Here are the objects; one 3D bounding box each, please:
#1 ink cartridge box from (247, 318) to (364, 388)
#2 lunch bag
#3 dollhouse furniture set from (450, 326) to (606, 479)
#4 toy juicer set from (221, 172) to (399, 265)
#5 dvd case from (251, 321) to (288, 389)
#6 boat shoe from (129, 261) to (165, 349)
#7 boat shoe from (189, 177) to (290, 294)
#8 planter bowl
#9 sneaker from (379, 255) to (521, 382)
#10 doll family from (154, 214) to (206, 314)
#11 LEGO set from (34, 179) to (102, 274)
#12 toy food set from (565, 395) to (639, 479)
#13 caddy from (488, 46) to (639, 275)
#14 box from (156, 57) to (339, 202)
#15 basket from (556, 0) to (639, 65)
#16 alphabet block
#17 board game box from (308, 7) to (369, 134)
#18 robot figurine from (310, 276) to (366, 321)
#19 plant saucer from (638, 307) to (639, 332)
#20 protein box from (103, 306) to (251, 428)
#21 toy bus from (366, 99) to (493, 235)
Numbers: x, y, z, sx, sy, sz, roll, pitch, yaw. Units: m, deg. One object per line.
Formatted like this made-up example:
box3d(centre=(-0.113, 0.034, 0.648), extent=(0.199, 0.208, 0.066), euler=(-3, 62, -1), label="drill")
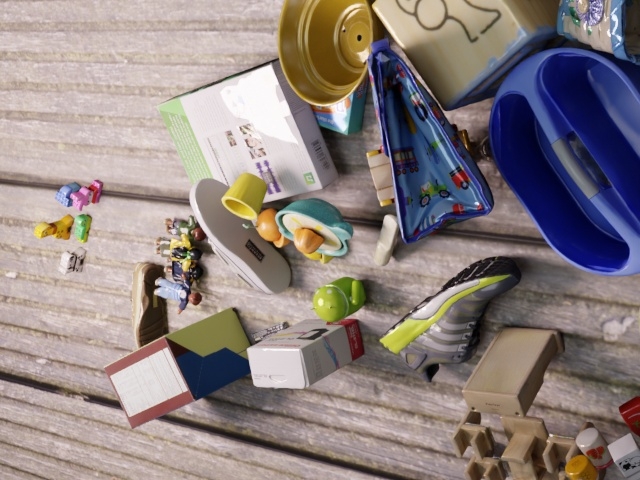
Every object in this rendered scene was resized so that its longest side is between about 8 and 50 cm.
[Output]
box3d(centre=(-0.026, 0.199, 2.005), extent=(0.127, 0.175, 0.072), euler=(-4, 102, 37), label="ink cartridge box")
box3d(centre=(0.142, -0.158, 1.639), extent=(0.138, 0.221, 0.293), euler=(-21, 90, 9), label="lunch bag")
box3d(centre=(0.336, 0.284, 1.815), extent=(0.212, 0.161, 0.242), euler=(1, 126, 37), label="dollhouse furniture set")
box3d(centre=(0.000, 0.000, 1.922), extent=(0.329, 0.090, 0.209), euler=(16, 156, 26), label="toy juicer set")
box3d(centre=(-0.078, 0.222, 2.155), extent=(0.087, 0.013, 0.120), euler=(-23, 88, 39), label="dvd case")
box3d(centre=(-0.363, 0.136, 2.318), extent=(0.072, 0.068, 0.190), euler=(16, 103, 46), label="boat shoe")
box3d(centre=(-0.160, -0.004, 2.056), extent=(0.088, 0.096, 0.267), euler=(-6, 136, 48), label="boat shoe")
box3d(centre=(0.035, -0.322, 1.784), extent=(0.217, 0.090, 0.217), euler=(10, 103, 46), label="planter bowl")
box3d(centre=(0.232, 0.129, 1.851), extent=(0.121, 0.111, 0.300), euler=(50, 133, 1), label="sneaker")
box3d(centre=(-0.270, 0.048, 2.214), extent=(0.111, 0.076, 0.193), euler=(14, 116, 29), label="doll family")
box3d(centre=(-0.544, -0.034, 2.376), extent=(0.087, 0.093, 0.227), euler=(33, 121, 25), label="LEGO set")
box3d(centre=(0.486, 0.311, 1.679), extent=(0.232, 0.111, 0.104), euler=(-33, 111, 11), label="toy food set")
box3d(centre=(0.391, -0.115, 1.597), extent=(0.241, 0.179, 0.341), euler=(-40, 78, 37), label="caddy")
box3d(centre=(-0.135, -0.179, 2.010), extent=(0.322, 0.058, 0.232), euler=(-11, 106, 43), label="box")
box3d(centre=(0.455, -0.338, 1.465), extent=(0.289, 0.201, 0.255), euler=(15, 112, 43), label="basket")
box3d(centre=(0.231, -0.330, 1.642), extent=(0.192, 0.193, 0.197), euler=(-39, 80, 36), label="alphabet block")
box3d(centre=(0.009, -0.303, 1.910), extent=(0.160, 0.047, 0.210), euler=(21, 116, 30), label="board game box")
box3d(centre=(0.033, 0.104, 1.971), extent=(0.101, 0.115, 0.067), euler=(-11, 98, 39), label="robot figurine")
box3d(centre=(0.581, 0.126, 1.618), extent=(0.241, 0.037, 0.241), euler=(12, 111, 33), label="plant saucer")
box3d(centre=(-0.268, 0.247, 2.185), extent=(0.201, 0.199, 0.136), euler=(-27, 86, 39), label="protein box")
box3d(centre=(0.174, -0.123, 1.802), extent=(0.202, 0.104, 0.191), euler=(31, 98, 6), label="toy bus")
